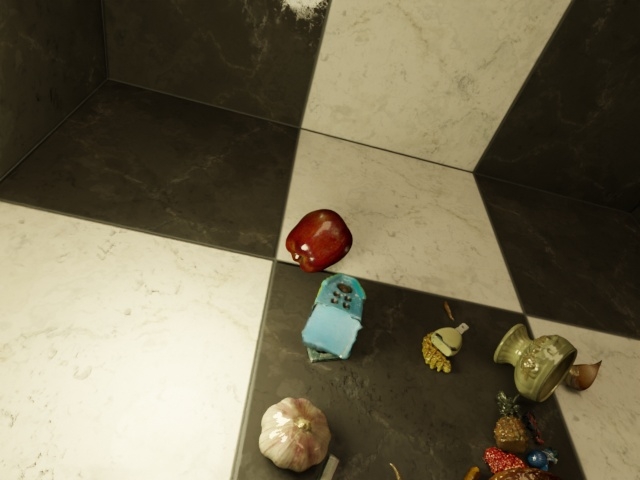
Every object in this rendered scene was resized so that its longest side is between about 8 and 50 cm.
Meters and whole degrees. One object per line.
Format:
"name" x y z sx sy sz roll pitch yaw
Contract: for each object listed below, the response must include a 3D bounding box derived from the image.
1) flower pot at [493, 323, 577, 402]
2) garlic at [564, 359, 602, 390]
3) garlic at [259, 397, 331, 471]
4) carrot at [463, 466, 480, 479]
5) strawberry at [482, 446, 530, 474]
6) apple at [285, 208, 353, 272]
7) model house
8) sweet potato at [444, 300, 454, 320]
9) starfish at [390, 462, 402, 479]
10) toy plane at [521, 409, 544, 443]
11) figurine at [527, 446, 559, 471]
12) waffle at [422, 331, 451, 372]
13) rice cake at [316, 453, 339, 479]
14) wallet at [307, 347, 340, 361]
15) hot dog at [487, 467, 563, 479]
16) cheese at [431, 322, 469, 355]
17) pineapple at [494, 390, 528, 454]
"flower pot" 0.911 0.512 1.897 0.307 0.308 0.244 -17 36 -34
"garlic" 1.181 0.612 2.015 0.206 0.128 0.115 -5 3 -29
"garlic" -0.073 0.619 1.435 0.244 0.253 0.245 9 51 -11
"carrot" 0.510 0.864 1.543 0.042 0.042 0.170 40 49 23
"strawberry" 0.689 0.838 1.606 0.188 0.082 0.121 43 49 21
"apple" 0.000 0.000 2.106 0.288 0.288 0.316 40 62 22
"model house" 0.063 0.295 1.827 0.215 0.237 0.303 19 32 -1
"sweet potato" 0.629 0.344 2.160 0.026 0.026 0.115 5 46 -15
"starfish" 0.274 0.864 1.443 0.213 0.057 0.238 10 46 -22
"toy plane" 0.866 0.757 1.793 0.060 0.037 0.145 19 36 -16
"figurine" 0.857 0.828 1.684 0.136 0.080 0.077 -17 11 -29
"waffle" 0.526 0.489 1.944 0.148 0.051 0.194 13 41 -5
"rice cake" 0.010 0.795 1.433 0.047 0.036 0.207 34 41 -1
"wallet" 0.013 0.453 1.808 0.129 0.026 0.088 0 44 -20
"hot dog" 0.727 0.909 1.446 0.387 0.174 0.267 17 43 -12
"cheese" 0.601 0.427 1.975 0.251 0.054 0.127 -17 51 -45
"pineapple" 0.750 0.711 1.743 0.128 0.128 0.248 23 36 4
